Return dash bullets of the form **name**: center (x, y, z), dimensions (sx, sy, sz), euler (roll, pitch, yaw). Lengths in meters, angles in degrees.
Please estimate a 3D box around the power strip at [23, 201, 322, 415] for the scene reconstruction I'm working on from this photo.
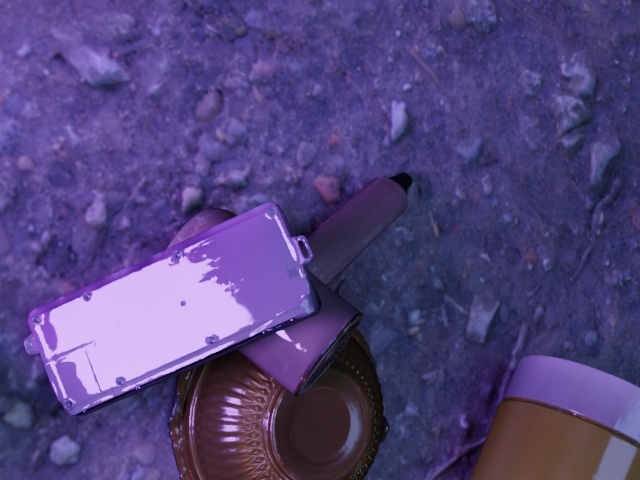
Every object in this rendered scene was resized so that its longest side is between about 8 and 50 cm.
- **power strip**: center (-0.133, 0.064, 0.875), dimensions (0.278, 0.037, 0.109), euler (-24, 82, 6)

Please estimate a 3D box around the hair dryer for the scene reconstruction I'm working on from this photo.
- **hair dryer**: center (0.000, 0.000, 1.023), dimensions (0.189, 0.107, 0.344), euler (37, 43, 11)

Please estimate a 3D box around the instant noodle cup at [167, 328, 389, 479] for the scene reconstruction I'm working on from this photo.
- **instant noodle cup**: center (-0.018, 0.191, 1.012), dimensions (0.274, 0.090, 0.274), euler (1, 87, -32)

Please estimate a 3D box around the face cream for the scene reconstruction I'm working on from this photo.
- **face cream**: center (0.303, 0.265, 1.137), dimensions (0.218, 0.218, 0.179), euler (35, 72, -27)
